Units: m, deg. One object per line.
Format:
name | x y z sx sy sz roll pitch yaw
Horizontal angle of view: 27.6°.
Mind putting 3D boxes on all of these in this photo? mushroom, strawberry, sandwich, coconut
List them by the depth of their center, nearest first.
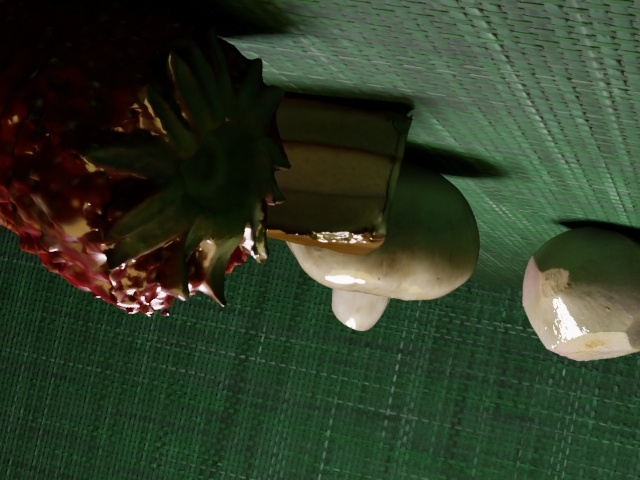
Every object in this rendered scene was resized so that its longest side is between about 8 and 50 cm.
strawberry | -0.208 -0.077 1.182 0.343 0.292 0.292 4 172 38
sandwich | 0.029 -0.067 1.478 0.227 0.155 0.198 9 177 32
mushroom | 0.068 0.011 1.701 0.254 0.234 0.260 -12 -147 -43
coconut | 0.419 0.078 1.973 0.237 0.197 0.237 6 166 1
